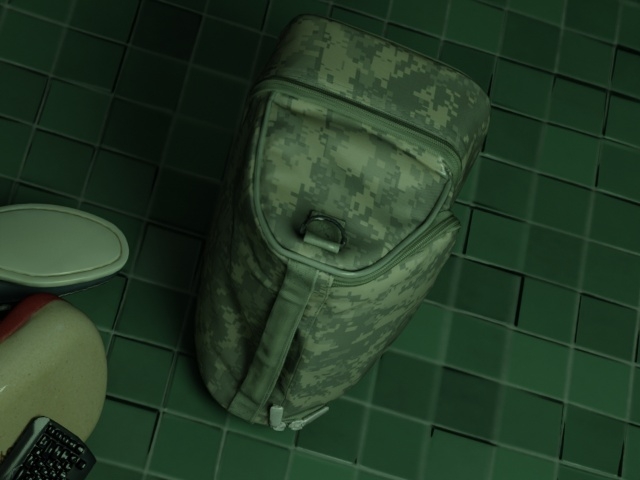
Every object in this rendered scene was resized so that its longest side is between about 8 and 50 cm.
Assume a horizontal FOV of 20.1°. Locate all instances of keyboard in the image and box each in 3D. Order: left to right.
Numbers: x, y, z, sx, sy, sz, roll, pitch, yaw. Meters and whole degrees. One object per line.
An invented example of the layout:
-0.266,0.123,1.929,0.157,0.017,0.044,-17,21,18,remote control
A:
-0.245,0.247,1.481,0.100,0.038,0.192,40,79,-33,keyboard

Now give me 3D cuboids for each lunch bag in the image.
0.000,0.000,1.583,0.212,0.305,0.256,25,55,1,lunch bag

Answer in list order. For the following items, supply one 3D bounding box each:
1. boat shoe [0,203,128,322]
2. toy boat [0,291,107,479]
-0.298,0.031,1.600,0.254,0.079,0.095,-9,50,-18,boat shoe
-0.295,0.134,1.534,0.151,0.151,0.231,27,54,34,toy boat
